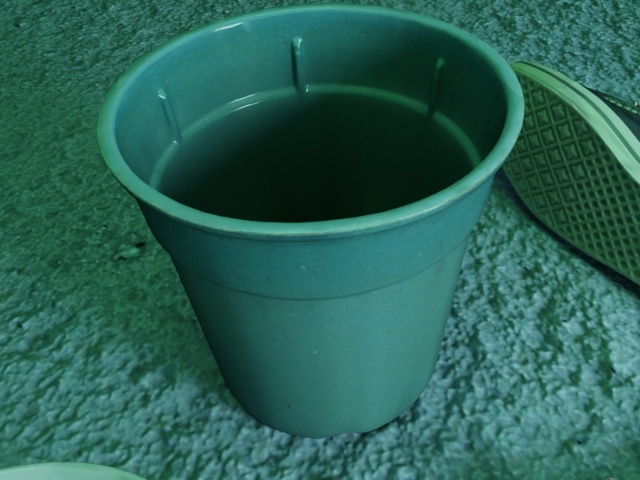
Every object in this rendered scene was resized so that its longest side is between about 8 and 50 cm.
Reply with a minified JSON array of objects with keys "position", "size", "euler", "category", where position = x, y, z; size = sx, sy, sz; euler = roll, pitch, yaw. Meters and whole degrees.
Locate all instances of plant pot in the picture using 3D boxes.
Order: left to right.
[{"position":[0.000,0.000,0.639],"size":[0.340,0.334,0.341],"euler":[-3,42,2],"category":"plant pot"}]

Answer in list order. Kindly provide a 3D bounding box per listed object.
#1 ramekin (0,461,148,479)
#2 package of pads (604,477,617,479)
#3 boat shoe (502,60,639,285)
[{"position":[-0.219,0.284,0.447],"size":[0.272,0.127,0.273],"euler":[0,17,0],"category":"ramekin"},{"position":[0.238,0.243,0.543],"size":[0.031,0.083,0.050],"euler":[21,45,31],"category":"package of pads"},{"position":[0.401,-0.063,0.793],"size":[0.155,0.187,0.500],"euler":[-23,51,-26],"category":"boat shoe"}]
